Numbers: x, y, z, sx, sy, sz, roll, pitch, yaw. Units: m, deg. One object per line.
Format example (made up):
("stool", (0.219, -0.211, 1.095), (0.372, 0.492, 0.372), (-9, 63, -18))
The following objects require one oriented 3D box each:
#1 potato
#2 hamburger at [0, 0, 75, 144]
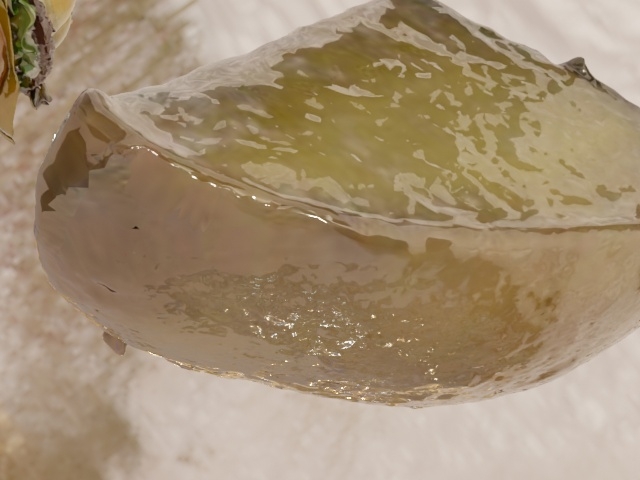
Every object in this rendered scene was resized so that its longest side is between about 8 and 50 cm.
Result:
("potato", (0.018, 0.028, 0.699), (0.189, 0.264, 0.211), (40, 127, 19))
("hamburger", (-0.215, -0.154, 0.957), (0.164, 0.093, 0.189), (43, 148, 8))
